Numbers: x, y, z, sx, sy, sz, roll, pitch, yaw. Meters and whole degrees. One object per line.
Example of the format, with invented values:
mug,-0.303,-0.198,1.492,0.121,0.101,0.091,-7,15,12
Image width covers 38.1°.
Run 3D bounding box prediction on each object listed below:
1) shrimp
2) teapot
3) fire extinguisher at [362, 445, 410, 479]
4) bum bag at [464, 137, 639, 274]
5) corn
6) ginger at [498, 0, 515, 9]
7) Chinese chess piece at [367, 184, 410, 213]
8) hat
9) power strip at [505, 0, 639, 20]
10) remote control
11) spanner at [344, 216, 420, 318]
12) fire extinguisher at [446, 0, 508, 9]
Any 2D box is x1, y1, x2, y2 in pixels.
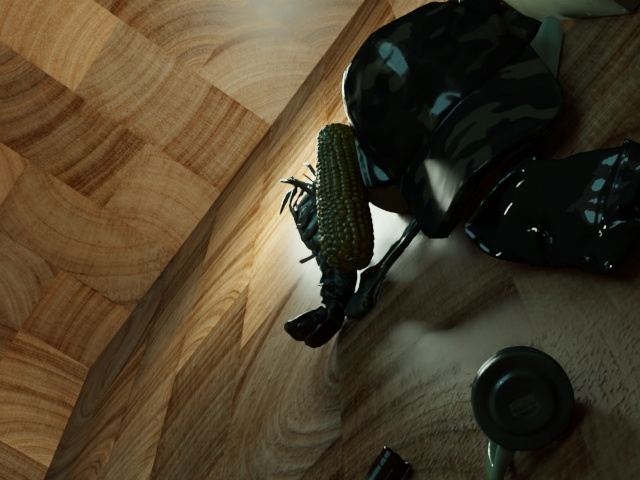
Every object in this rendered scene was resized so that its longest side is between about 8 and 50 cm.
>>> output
shrimp,0.004,-0.003,1.613,0.166,0.221,0.411,-18,50,10
teapot,0.176,0.152,0.872,0.124,0.092,0.091,-47,-1,10
fire extinguisher,0.053,0.299,1.048,0.132,0.039,0.056,-56,5,-2
bum bag,0.266,-0.036,1.022,0.142,0.079,0.326,-65,19,-5
corn,0.036,-0.072,1.518,0.091,0.091,0.260,-46,45,52
ginger,0.382,-0.505,1.650,0.204,0.080,0.104,-52,31,7
Chinese chess piece,0.158,-0.166,1.602,0.251,0.097,0.251,-50,15,19
hat,0.155,-0.194,1.312,0.366,0.257,0.382,-51,5,17
power strip,0.358,-0.378,1.397,0.043,0.106,0.367,-57,14,4
remote control,0.301,-0.231,1.375,0.103,0.051,0.293,-36,26,42
spanner,0.138,-0.006,1.461,0.325,0.026,0.093,-52,16,10
fire extinguisher,0.240,-0.345,1.747,0.337,0.106,0.147,-54,36,10
